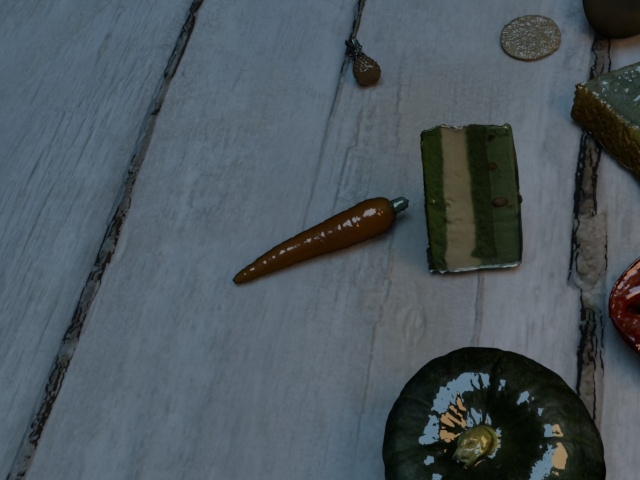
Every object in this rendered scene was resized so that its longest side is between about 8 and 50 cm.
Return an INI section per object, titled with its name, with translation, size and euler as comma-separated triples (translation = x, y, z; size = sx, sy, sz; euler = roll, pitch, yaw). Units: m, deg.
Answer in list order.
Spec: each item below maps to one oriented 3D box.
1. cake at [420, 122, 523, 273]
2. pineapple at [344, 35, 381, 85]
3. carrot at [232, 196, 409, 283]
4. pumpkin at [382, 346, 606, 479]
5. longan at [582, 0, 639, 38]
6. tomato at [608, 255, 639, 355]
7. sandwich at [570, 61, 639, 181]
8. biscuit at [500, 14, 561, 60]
[cake]
translation = 0.235, -0.109, 1.342
size = 0.158, 0.283, 0.172
euler = -6, 41, 9
[pineapple]
translation = 0.083, -0.362, 1.660
size = 0.058, 0.058, 0.124
euler = -16, 52, 2
[carrot]
translation = 0.000, 0.000, 1.451
size = 0.336, 0.069, 0.069
euler = -24, 56, 5
[pumpkin]
translation = 0.224, 0.283, 1.127
size = 0.300, 0.207, 0.300
euler = -11, 55, 17
[longan]
translation = 0.576, -0.466, 1.555
size = 0.167, 0.167, 0.187
euler = 33, 92, 28
[tomato]
translation = 0.546, 0.105, 1.235
size = 0.228, 0.101, 0.227
euler = -11, 53, 16
[sandwich]
translation = 0.622, -0.196, 1.405
size = 0.271, 0.099, 0.301
euler = -27, 55, -5
[biscuit]
translation = 0.409, -0.396, 1.628
size = 0.120, 0.015, 0.120
euler = -5, 58, 9
